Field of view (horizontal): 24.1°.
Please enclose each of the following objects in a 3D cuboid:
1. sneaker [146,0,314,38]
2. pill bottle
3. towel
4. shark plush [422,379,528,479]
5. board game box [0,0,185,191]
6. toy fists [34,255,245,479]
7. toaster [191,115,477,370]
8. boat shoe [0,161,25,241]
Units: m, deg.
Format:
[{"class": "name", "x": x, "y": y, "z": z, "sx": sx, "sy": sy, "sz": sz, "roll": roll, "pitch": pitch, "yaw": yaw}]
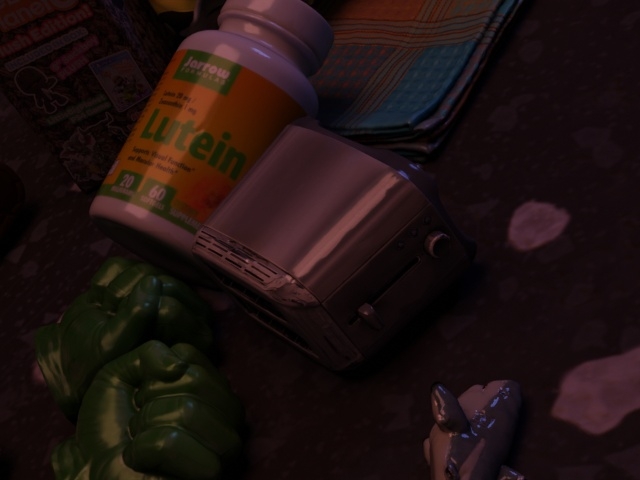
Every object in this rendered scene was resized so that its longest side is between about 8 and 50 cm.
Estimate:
[{"class": "sneaker", "x": -0.008, "y": -0.312, "z": 1.497, "sx": 0.384, "sy": 0.145, "sz": 0.147, "roll": -21, "pitch": 80, "yaw": -4}, {"class": "pill bottle", "x": -0.085, "y": -0.095, "z": 1.296, "sx": 0.136, "sy": 0.136, "sz": 0.246, "roll": 13, "pitch": 71, "yaw": 46}, {"class": "towel", "x": 0.079, "y": -0.222, "z": 1.440, "sx": 0.271, "sy": 0.040, "sz": 0.370, "roll": 6, "pitch": 51, "yaw": 41}, {"class": "shark plush", "x": 0.108, "y": 0.153, "z": 0.974, "sx": 0.067, "sy": 0.073, "sz": 0.161, "roll": 1, "pitch": 35, "yaw": -3}, {"class": "board game box", "x": -0.255, "y": -0.241, "z": 1.513, "sx": 0.141, "sy": 0.291, "sz": 0.232, "roll": -25, "pitch": 37, "yaw": 14}, {"class": "toy fists", "x": -0.145, "y": 0.113, "z": 1.185, "sx": 0.142, "sy": 0.096, "sz": 0.279, "roll": -31, "pitch": 34, "yaw": 4}, {"class": "toaster", "x": 0.000, "y": 0.000, "z": 1.171, "sx": 0.146, "sy": 0.129, "sz": 0.227, "roll": -46, "pitch": 38, "yaw": -12}, {"class": "boat shoe", "x": -0.394, "y": 0.031, "z": 1.498, "sx": 0.095, "sy": 0.095, "sz": 0.257, "roll": -13, "pitch": 32, "yaw": 49}]
